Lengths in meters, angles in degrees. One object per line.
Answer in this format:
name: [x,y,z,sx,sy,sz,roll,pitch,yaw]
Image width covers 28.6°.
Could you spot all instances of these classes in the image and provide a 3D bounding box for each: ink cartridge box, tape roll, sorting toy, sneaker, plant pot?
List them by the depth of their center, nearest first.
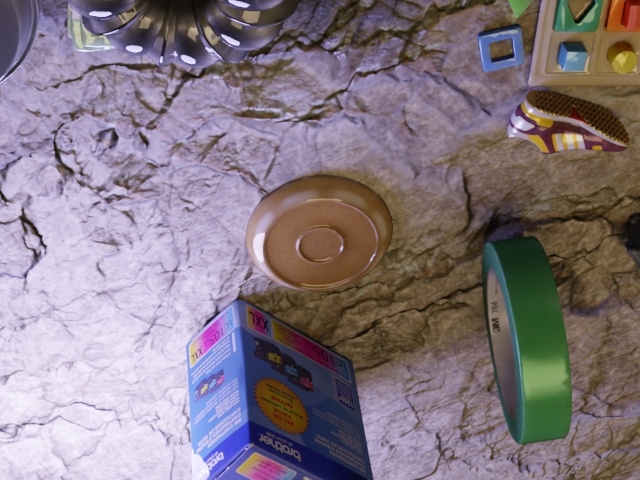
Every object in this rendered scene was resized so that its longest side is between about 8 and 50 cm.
sorting toy: [0.400,-0.293,1.781,0.347,0.047,0.196,-1,130,-6]
sneaker: [0.371,-0.163,1.881,0.185,0.070,0.084,19,134,-14]
tape roll: [0.320,0.156,1.969,0.077,0.321,0.321,-7,130,-1]
plant pot: [0.000,0.000,1.988,0.236,0.032,0.236,-4,130,-5]
ink cartridge box: [-0.063,0.318,2.009,0.270,0.395,0.151,31,120,-29]

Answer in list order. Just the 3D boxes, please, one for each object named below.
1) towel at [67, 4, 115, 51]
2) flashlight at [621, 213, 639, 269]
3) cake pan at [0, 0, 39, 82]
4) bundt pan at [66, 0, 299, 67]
towel: [-0.211,-0.390,1.632,0.247,0.038,0.325,-1,130,-7]
flashlight: [0.600,0.076,2.081,0.103,0.103,0.304,-32,128,22]
cake pan: [-0.524,-0.297,1.660,0.293,0.054,0.293,-4,130,-4]
bundt pan: [-0.170,-0.327,1.521,0.330,0.124,0.331,3,148,2]
